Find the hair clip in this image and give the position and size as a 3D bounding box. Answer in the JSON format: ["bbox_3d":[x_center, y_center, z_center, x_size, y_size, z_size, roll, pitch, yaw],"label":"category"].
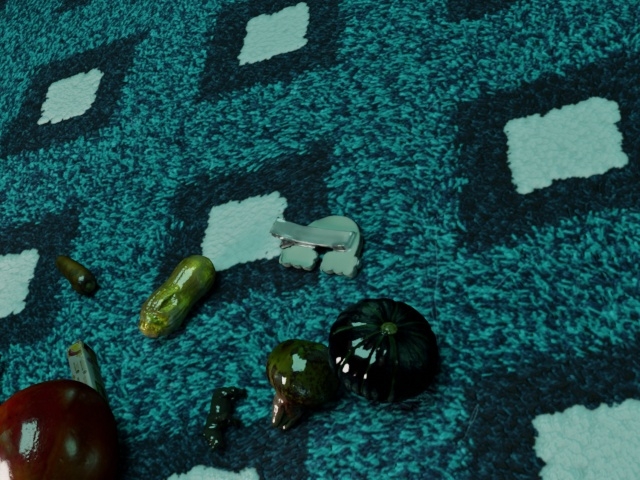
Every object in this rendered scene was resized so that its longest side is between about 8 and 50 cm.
[{"bbox_3d":[0.000,0.000,1.856,0.220,0.054,0.140,8,53,32],"label":"hair clip"}]

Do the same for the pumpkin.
[{"bbox_3d":[0.106,0.182,1.558,0.194,0.150,0.194,-2,67,5],"label":"pumpkin"}]

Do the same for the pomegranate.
[{"bbox_3d":[-0.042,0.244,1.607,0.163,0.126,0.138,-47,42,-13],"label":"pomegranate"}]

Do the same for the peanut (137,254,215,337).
[{"bbox_3d":[-0.292,0.115,1.896,0.087,0.087,0.207,21,62,40],"label":"peanut"}]

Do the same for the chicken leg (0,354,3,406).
[{"bbox_3d":[-0.705,0.333,1.964,0.089,0.048,0.219,-26,44,2],"label":"chicken leg"}]

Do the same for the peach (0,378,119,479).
[{"bbox_3d":[-0.488,0.372,1.675,0.248,0.245,0.275,4,56,1],"label":"peach"}]

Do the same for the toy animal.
[{"bbox_3d":[-0.181,0.323,1.676,0.065,0.047,0.136,-11,49,28],"label":"toy animal"}]

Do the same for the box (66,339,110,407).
[{"bbox_3d":[-0.464,0.287,1.865,0.041,0.050,0.207,-33,43,2],"label":"box"}]

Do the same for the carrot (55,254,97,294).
[{"bbox_3d":[-0.556,0.075,2.107,0.055,0.055,0.161,-45,38,-12],"label":"carrot"}]
